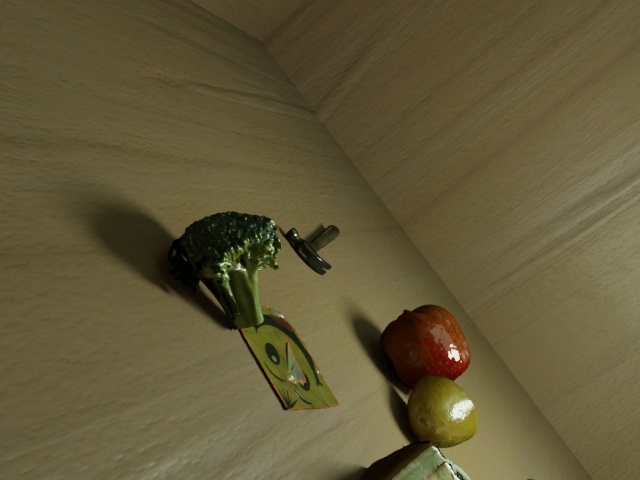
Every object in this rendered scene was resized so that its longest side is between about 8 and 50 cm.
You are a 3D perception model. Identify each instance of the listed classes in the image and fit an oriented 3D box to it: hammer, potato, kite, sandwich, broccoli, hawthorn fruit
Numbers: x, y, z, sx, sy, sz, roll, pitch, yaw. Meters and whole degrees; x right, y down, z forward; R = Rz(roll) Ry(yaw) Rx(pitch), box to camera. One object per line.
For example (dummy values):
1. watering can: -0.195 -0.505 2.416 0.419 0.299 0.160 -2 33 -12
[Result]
1. hammer: 0.000 0.000 2.387 0.168 0.044 0.440 50 16 -1
2. potato: 0.302 0.474 1.988 0.158 0.178 0.203 -17 79 -49
3. kite: -0.077 0.263 1.631 0.377 0.013 0.327 45 17 -24
4. sandwich: 0.144 0.531 1.482 0.198 0.227 0.155 -31 82 -39
5. broccoli: -0.192 0.065 1.505 0.247 0.263 0.243 -31 109 -43
6. hawthorn fruit: 0.308 0.316 2.176 0.262 0.258 0.258 32 13 9

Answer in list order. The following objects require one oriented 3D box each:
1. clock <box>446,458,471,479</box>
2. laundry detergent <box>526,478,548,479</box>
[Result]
1. clock: 0.361 0.646 1.923 0.236 0.053 0.236 47 17 -19
2. laundry detergent: 0.530 0.702 1.982 0.096 0.206 0.061 52 15 7
